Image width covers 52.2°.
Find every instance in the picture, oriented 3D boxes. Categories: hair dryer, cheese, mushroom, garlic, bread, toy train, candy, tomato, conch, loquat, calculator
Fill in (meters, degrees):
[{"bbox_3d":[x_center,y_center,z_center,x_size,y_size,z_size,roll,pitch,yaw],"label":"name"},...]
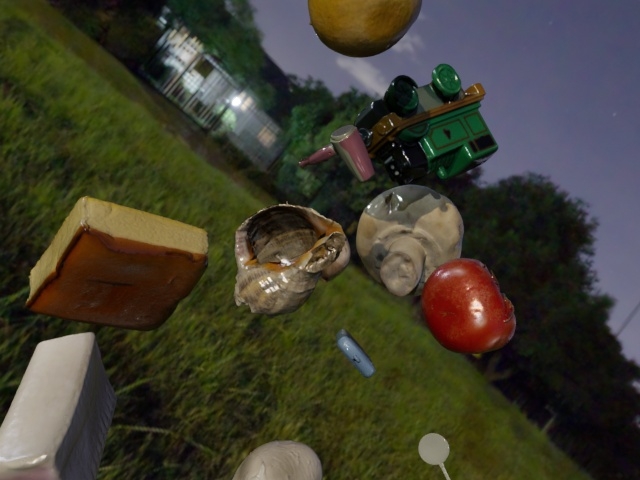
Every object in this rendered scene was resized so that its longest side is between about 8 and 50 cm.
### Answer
[{"bbox_3d":[0.022,-0.161,1.259,0.154,0.054,0.106,-2,-52,39],"label":"hair dryer"},{"bbox_3d":[-0.092,0.513,1.409,0.198,0.189,0.155,-50,-130,53],"label":"cheese"},{"bbox_3d":[0.221,0.025,1.717,0.314,0.314,0.336,40,29,1],"label":"mushroom"},{"bbox_3d":[0.001,-0.005,1.896,0.128,0.148,0.267,-41,113,-71],"label":"garlic"},{"bbox_3d":[-0.476,0.069,1.544,0.333,0.323,0.143,16,42,-35],"label":"bread"},{"bbox_3d":[0.248,-0.251,1.538,0.249,0.429,0.178,61,-36,5],"label":"toy train"},{"bbox_3d":[-0.533,0.374,1.329,0.359,0.145,0.208,-97,-178,-57],"label":"candy"},{"bbox_3d":[0.265,0.127,1.175,0.187,0.151,0.187,52,8,-11],"label":"tomato"},{"bbox_3d":[-0.073,0.043,1.410,0.210,0.291,0.159,62,10,15],"label":"conch"},{"bbox_3d":[0.076,-0.416,1.124,0.213,0.213,0.213,40,-2,1],"label":"loquat"},{"bbox_3d":[0.086,0.281,1.636,0.121,0.039,0.210,47,-1,2],"label":"calculator"}]

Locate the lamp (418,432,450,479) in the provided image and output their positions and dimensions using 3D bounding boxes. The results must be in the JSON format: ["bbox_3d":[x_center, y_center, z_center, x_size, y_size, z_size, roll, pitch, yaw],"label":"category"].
[{"bbox_3d":[0.223,0.406,1.058,0.198,0.050,0.056,63,13,19],"label":"lamp"}]
